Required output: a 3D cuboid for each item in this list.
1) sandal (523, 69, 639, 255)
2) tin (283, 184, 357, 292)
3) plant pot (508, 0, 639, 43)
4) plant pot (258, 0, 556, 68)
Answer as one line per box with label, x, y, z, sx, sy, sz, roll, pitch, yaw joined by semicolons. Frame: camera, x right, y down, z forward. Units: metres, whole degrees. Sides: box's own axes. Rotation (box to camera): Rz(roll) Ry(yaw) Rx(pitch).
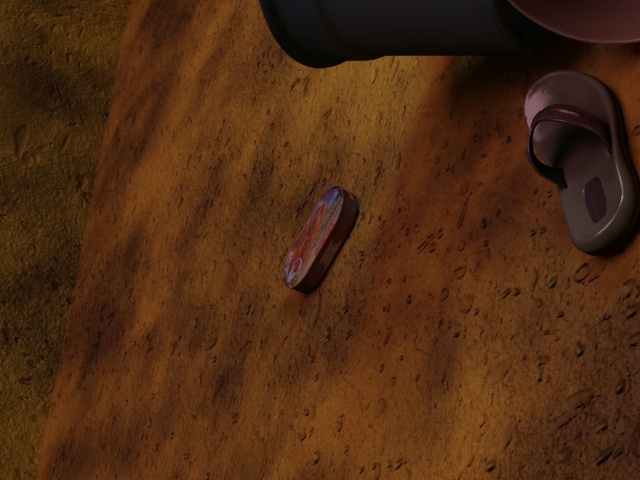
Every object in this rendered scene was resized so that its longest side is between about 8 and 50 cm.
sandal;0.292;-0.109;1.449;0.120;0.086;0.302;-52;27;29
tin;0.000;0.000;2.036;0.189;0.040;0.106;-60;20;15
plant pot;0.339;-0.396;1.421;0.284;0.284;0.191;-38;22;48
plant pot;0.144;-0.387;1.657;0.334;0.341;0.341;11;76;35
